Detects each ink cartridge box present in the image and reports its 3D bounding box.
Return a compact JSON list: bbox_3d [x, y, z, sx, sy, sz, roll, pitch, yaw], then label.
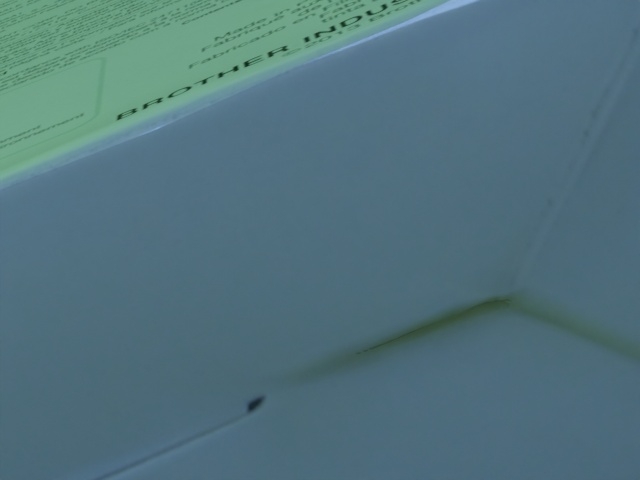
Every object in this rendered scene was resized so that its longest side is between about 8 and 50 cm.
[{"bbox_3d":[-0.032,-0.029,0.547,0.270,0.151,0.395,-22,22,2],"label":"ink cartridge box"}]
